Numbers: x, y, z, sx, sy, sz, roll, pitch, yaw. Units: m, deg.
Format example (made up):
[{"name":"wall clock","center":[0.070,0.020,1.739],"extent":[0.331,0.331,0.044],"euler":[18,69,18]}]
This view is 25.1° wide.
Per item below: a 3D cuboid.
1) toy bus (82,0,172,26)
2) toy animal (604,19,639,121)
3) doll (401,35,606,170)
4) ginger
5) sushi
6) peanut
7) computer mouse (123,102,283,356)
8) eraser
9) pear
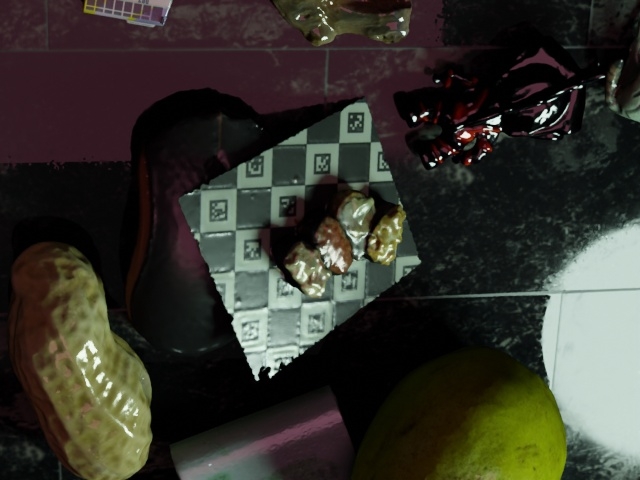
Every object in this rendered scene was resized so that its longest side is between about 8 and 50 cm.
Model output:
[{"name":"toy bus","center":[-0.220,-0.279,1.652],"extent":[0.102,0.052,0.058],"euler":[9,111,-13]},{"name":"toy animal","center":[0.481,-0.191,1.812],"extent":[0.255,0.090,0.170],"euler":[30,106,-17]},{"name":"doll","center":[0.228,-0.171,1.773],"extent":[0.248,0.088,0.127],"euler":[-23,134,8]},{"name":"ginger","center":[-0.025,-0.312,1.674],"extent":[0.290,0.084,0.122],"euler":[31,80,-17]},{"name":"sushi","center":[0.000,0.000,1.737],"extent":[0.290,0.050,0.264],"euler":[-33,116,-27]},{"name":"peanut","center":[-0.294,0.153,1.758],"extent":[0.153,0.140,0.325],"euler":[-21,110,-23]},{"name":"computer mouse","center":[-0.141,-0.003,1.742],"extent":[0.183,0.116,0.323],"euler":[2,110,-19]},{"name":"eraser","center":[-0.064,0.302,1.891],"extent":[0.227,0.081,0.174],"euler":[-21,114,-4]},{"name":"pear","center":[0.172,0.282,1.827],"extent":[0.307,0.253,0.253],"euler":[-47,114,-17]}]
